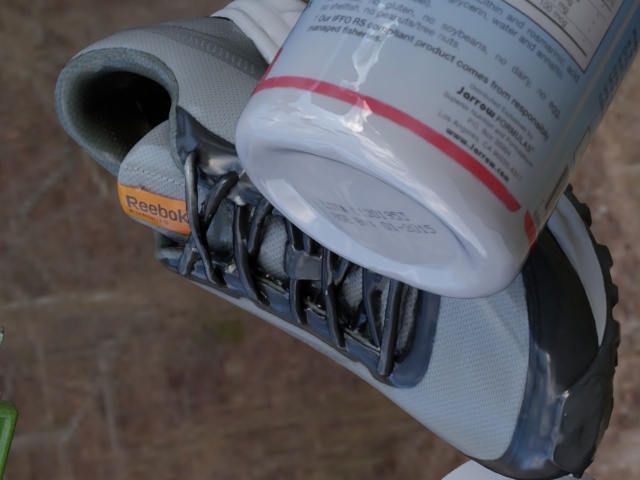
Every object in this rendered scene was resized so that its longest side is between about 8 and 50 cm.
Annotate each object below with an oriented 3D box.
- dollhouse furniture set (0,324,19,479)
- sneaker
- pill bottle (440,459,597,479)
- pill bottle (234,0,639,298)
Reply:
[{"bbox_3d":[-0.169,0.070,0.812,0.151,0.058,0.076,-150,75,-72],"label":"dollhouse furniture set"},{"bbox_3d":[0.000,0.000,0.653,0.271,0.108,0.100,40,130,45],"label":"sneaker"},{"bbox_3d":[0.170,0.235,0.879,0.334,0.188,0.188,37,146,50],"label":"pill bottle"},{"bbox_3d":[0.050,-0.071,0.535,0.160,0.087,0.087,-59,-19,-18],"label":"pill bottle"}]
